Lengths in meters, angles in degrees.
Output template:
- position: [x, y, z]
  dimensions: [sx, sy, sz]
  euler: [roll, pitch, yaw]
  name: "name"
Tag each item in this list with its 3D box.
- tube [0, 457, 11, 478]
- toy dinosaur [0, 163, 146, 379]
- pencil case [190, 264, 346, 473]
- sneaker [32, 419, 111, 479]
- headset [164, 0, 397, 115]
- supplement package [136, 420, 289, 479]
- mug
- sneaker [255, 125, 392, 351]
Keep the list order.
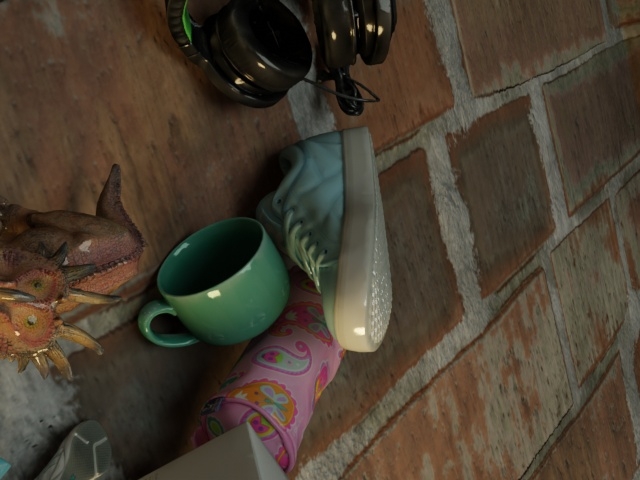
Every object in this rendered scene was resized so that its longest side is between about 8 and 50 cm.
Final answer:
- position: [-0.337, 0.159, 0.729]
  dimensions: [0.080, 0.052, 0.207]
  euler: [-52, 132, -28]
  name: "tube"
- position: [-0.223, 0.025, 0.769]
  dimensions: [0.296, 0.200, 0.127]
  euler: [-41, 117, -48]
  name: "toy dinosaur"
- position: [-0.040, 0.140, 1.038]
  dimensions: [0.124, 0.124, 0.284]
  euler: [65, 33, -24]
  name: "pencil case"
- position: [-0.245, 0.224, 0.841]
  dimensions: [0.053, 0.061, 0.152]
  euler: [59, 24, -19]
  name: "sneaker"
- position: [-0.026, -0.268, 1.075]
  dimensions: [0.394, 0.244, 0.185]
  euler: [45, 30, -59]
  name: "headset"
- position: [-0.117, 0.279, 0.876]
  dimensions: [0.105, 0.179, 0.105]
  euler: [61, 2, -28]
  name: "supplement package"
- position: [-0.111, 0.056, 0.994]
  dimensions: [0.129, 0.158, 0.097]
  euler: [-87, 153, -54]
  name: "mug"
- position: [0.000, 0.000, 1.055]
  dimensions: [0.366, 0.150, 0.135]
  euler: [-89, 167, -55]
  name: "sneaker"
